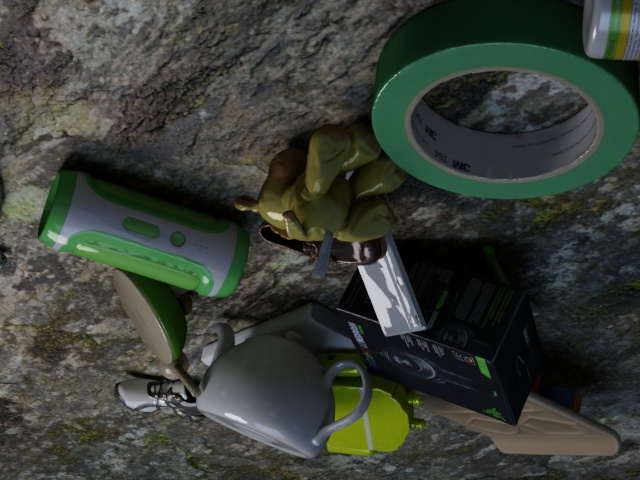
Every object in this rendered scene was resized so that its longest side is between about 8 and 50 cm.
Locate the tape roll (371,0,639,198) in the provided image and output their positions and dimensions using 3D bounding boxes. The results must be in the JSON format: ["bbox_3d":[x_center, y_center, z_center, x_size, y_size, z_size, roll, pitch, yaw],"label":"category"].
[{"bbox_3d":[0.225,-0.166,1.494,0.321,0.077,0.321,6,149,4],"label":"tape roll"}]

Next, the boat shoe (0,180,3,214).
[{"bbox_3d":[-0.550,-0.075,1.768,0.132,0.130,0.355,6,150,3],"label":"boat shoe"}]

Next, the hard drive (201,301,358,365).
[{"bbox_3d":[-0.043,0.204,2.221,0.203,0.040,0.307,29,143,-33],"label":"hard drive"}]

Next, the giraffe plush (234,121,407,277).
[{"bbox_3d":[-0.012,-0.063,1.659,0.181,0.210,0.170,37,167,-36],"label":"giraffe plush"}]

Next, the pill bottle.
[{"bbox_3d":[0.399,-0.249,1.252,0.246,0.136,0.136,4,150,7],"label":"pill bottle"}]

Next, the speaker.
[{"bbox_3d":[-0.261,-0.008,1.825,0.296,0.131,0.131,18,148,-18],"label":"speaker"}]

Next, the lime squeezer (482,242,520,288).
[{"bbox_3d":[0.269,0.110,1.975,0.110,0.059,0.310,10,151,-6],"label":"lime squeezer"}]

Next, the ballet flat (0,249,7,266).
[{"bbox_3d":[-0.575,0.033,2.060,0.114,0.041,0.041,-13,144,31],"label":"ballet flat"}]

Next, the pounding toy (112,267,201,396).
[{"bbox_3d":[-0.242,0.124,2.049,0.183,0.110,0.237,11,128,64],"label":"pounding toy"}]

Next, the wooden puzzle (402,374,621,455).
[{"bbox_3d":[0.319,0.284,2.199,0.348,0.080,0.322,31,156,-27],"label":"wooden puzzle"}]

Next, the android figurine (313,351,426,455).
[{"bbox_3d":[0.052,0.299,2.198,0.273,0.056,0.248,1,129,16],"label":"android figurine"}]

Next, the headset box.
[{"bbox_3d":[0.201,0.150,1.899,0.283,0.131,0.246,18,156,25],"label":"headset box"}]

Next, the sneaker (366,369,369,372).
[{"bbox_3d":[0.024,0.304,2.288,0.118,0.083,0.222,-9,162,-26],"label":"sneaker"}]

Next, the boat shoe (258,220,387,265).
[{"bbox_3d":[0.000,0.000,1.747,0.207,0.073,0.073,14,122,43],"label":"boat shoe"}]

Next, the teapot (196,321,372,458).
[{"bbox_3d":[-0.071,0.243,2.058,0.256,0.187,0.252,27,166,-10],"label":"teapot"}]

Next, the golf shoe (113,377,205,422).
[{"bbox_3d":[-0.306,0.297,2.421,0.198,0.077,0.094,12,139,-21],"label":"golf shoe"}]

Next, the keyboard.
[{"bbox_3d":[0.078,0.019,1.754,0.072,0.014,0.256,-12,106,38],"label":"keyboard"}]
